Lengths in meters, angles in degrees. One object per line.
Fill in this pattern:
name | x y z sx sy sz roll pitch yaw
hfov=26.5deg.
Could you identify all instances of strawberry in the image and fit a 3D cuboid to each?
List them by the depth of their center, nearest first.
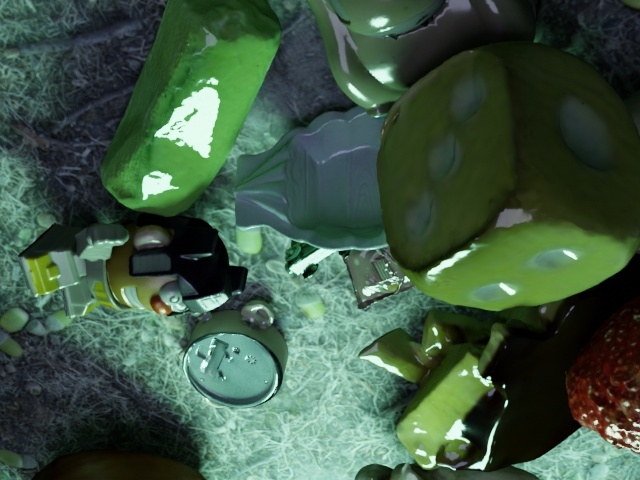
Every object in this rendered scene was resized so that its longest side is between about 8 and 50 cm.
strawberry | 0.423 0.162 1.610 0.277 0.257 0.257 -11 125 33

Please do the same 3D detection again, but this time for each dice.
dice | 0.216 -0.068 1.539 0.227 0.238 0.233 13 150 -37

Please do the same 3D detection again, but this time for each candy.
candy | -0.169 -0.177 1.728 0.142 0.132 0.343 -8 142 -39

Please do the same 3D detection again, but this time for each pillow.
pillow | 0.114 0.021 1.868 0.185 0.043 0.118 -19 115 19

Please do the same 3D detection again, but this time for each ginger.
ginger | 0.265 0.111 1.789 0.413 0.211 0.358 -32 147 -11

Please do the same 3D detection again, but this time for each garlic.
garlic | 0.192 0.383 1.985 0.279 0.132 0.325 -4 170 7

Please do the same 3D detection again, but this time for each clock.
clock | -0.129 0.178 2.017 0.156 0.063 0.229 23 126 -8

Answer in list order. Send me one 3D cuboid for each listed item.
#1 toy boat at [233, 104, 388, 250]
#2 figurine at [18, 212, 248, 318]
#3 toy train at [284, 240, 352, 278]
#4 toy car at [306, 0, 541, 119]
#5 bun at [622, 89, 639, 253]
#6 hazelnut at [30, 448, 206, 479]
toy boat | 0.035 -0.068 1.749 0.290 0.199 0.100 -3 159 13
figurine | -0.247 0.035 1.863 0.309 0.308 0.143 -5 85 14
toy train | 0.000 0.000 1.848 0.122 0.081 0.050 -31 124 29
toy car | 0.082 -0.299 1.520 0.242 0.226 0.336 -19 120 23
bun | 0.406 -0.092 1.672 0.231 0.133 0.231 -8 123 -13
hazelnut | -0.332 0.493 2.134 0.366 0.365 0.365 5 127 7
